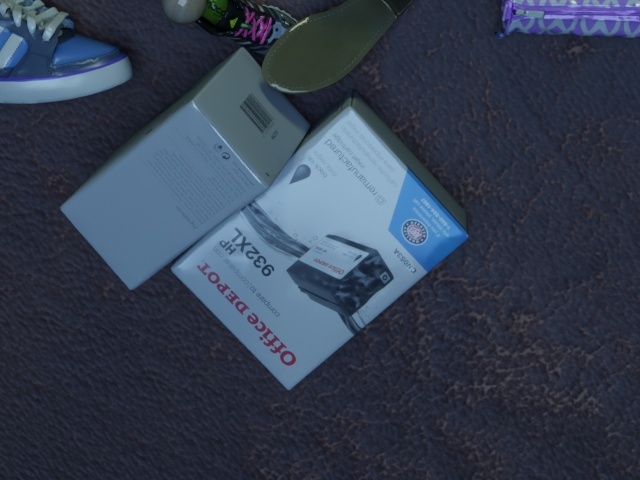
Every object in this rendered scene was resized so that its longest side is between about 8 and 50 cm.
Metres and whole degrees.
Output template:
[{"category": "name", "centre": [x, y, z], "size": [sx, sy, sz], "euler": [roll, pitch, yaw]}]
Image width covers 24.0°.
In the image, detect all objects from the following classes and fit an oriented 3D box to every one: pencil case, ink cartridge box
[{"category": "pencil case", "centre": [0.315, -0.286, 1.813], "size": [0.206, 0.088, 0.086], "euler": [0, 108, 2]}, {"category": "ink cartridge box", "centre": [0.000, 0.000, 1.886], "size": [0.307, 0.129, 0.223], "euler": [-41, 100, 13]}]

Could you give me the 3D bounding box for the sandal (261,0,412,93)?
[{"category": "sandal", "centre": [0.028, -0.252, 1.847], "size": [0.240, 0.079, 0.088], "euler": [-41, 88, -10]}]

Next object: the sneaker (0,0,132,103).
[{"category": "sneaker", "centre": [-0.395, -0.296, 1.822], "size": [0.322, 0.130, 0.236], "euler": [1, 110, 8]}]

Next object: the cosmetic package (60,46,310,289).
[{"category": "cosmetic package", "centre": [-0.158, -0.090, 1.799], "size": [0.224, 0.224, 0.138], "euler": [-37, 100, 24]}]

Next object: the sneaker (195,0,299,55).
[{"category": "sneaker", "centre": [-0.099, -0.268, 1.844], "size": [0.170, 0.075, 0.063], "euler": [25, 105, -4]}]

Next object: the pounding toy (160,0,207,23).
[{"category": "pounding toy", "centre": [-0.140, -0.357, 1.775], "size": [0.110, 0.237, 0.183], "euler": [20, 110, -35]}]
